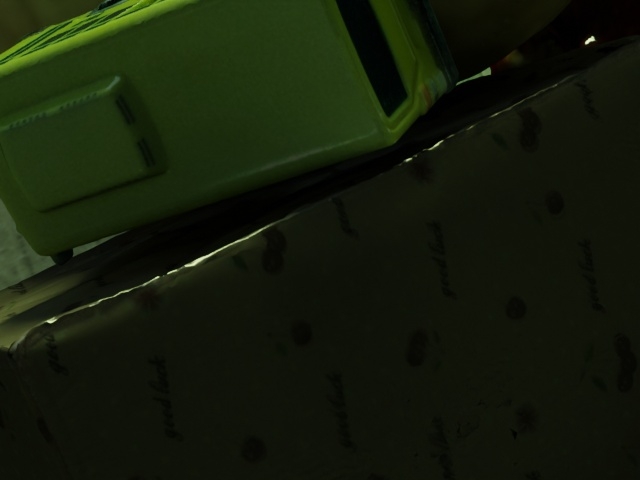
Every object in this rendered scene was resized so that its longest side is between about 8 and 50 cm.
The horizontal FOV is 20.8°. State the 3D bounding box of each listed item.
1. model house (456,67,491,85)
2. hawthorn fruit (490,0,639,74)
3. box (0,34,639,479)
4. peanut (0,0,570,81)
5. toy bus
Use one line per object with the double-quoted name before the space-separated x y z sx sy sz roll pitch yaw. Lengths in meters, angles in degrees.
"model house" 0.156 -0.149 1.781 0.198 0.215 0.224 -31 9 -36
"hawthorn fruit" 0.241 -0.119 0.887 0.300 0.254 0.254 -12 3 -16
"box" 0.002 0.065 0.705 0.297 0.190 0.225 -28 9 -26
"peanut" 0.003 -0.149 0.769 0.387 0.192 0.169 -20 0 23
"toy bus" -0.048 -0.060 0.665 0.175 0.088 0.101 -17 16 26
